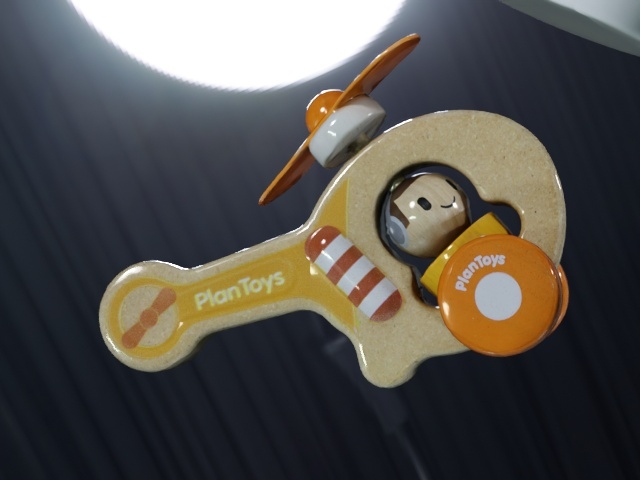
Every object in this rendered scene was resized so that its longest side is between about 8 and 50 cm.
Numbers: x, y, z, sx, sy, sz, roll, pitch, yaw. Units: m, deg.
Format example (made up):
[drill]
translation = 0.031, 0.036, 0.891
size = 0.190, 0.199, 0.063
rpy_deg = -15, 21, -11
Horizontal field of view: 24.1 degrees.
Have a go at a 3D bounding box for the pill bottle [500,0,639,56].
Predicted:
[pill bottle]
translation = 0.200, -0.265, 0.899
size = 0.161, 0.161, 0.283
rpy_deg = -133, 65, -77

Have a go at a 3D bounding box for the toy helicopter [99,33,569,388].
[toy helicopter]
translation = 0.000, 0.000, 1.092
size = 0.355, 0.235, 0.140
rpy_deg = -17, -4, 11
